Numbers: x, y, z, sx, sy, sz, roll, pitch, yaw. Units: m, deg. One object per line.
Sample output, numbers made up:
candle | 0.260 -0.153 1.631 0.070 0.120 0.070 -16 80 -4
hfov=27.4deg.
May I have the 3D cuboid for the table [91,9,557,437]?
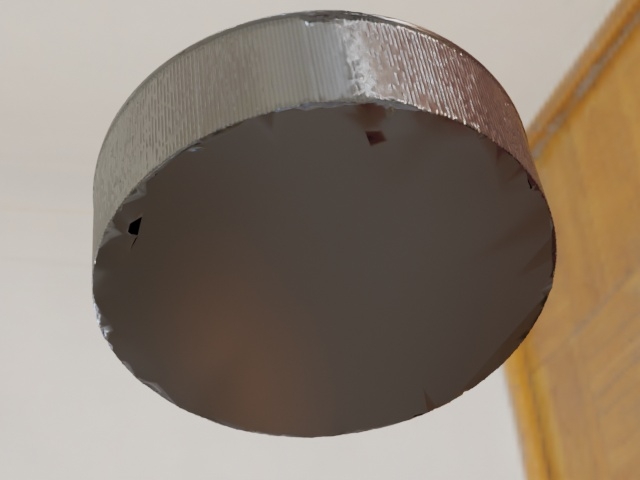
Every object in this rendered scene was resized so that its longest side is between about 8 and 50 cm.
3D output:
table | 0.000 0.000 0.386 0.043 0.133 0.133 -98 19 -48
